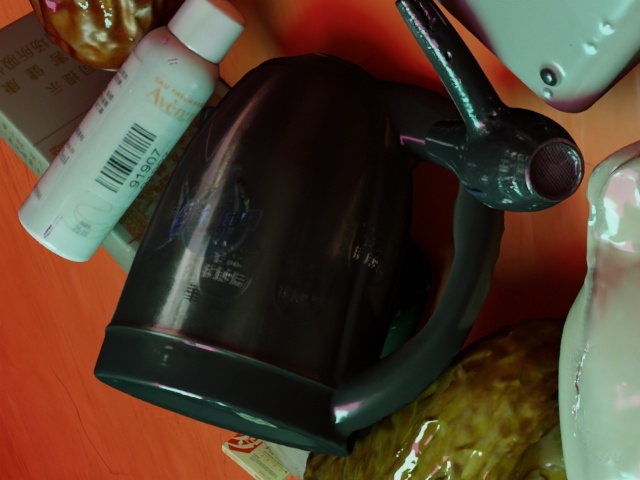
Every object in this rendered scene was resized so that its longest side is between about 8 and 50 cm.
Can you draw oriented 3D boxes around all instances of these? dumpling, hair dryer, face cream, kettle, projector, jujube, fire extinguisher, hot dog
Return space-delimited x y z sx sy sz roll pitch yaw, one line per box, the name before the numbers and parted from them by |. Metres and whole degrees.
dumpling | 0.319 0.106 0.919 0.316 0.233 0.394 -9 103 23
hair dryer | 0.083 -0.119 0.938 0.219 0.075 0.195 55 172 -19
face cream | -0.163 -0.106 1.212 0.082 0.269 0.082 36 -167 -10
kettle | 0.000 0.000 1.127 0.321 0.324 0.228 8 164 35
projector | 0.133 -0.228 0.854 0.250 0.108 0.198 46 150 8
jujube | -0.186 -0.274 1.213 0.174 0.174 0.250 33 140 32
fire extinguisher | 0.044 0.117 1.376 0.114 0.095 0.311 33 146 13
hot dog | 0.130 0.195 1.193 0.387 0.267 0.174 138 125 -59

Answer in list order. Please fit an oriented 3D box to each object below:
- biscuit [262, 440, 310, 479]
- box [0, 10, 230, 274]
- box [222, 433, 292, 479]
biscuit | -0.066 0.206 1.688 0.289 0.038 0.141 57 151 -6
box | -0.173 -0.096 1.347 0.365 0.205 0.051 45 151 14
box | -0.075 0.277 1.759 0.093 0.058 0.015 34 142 30
